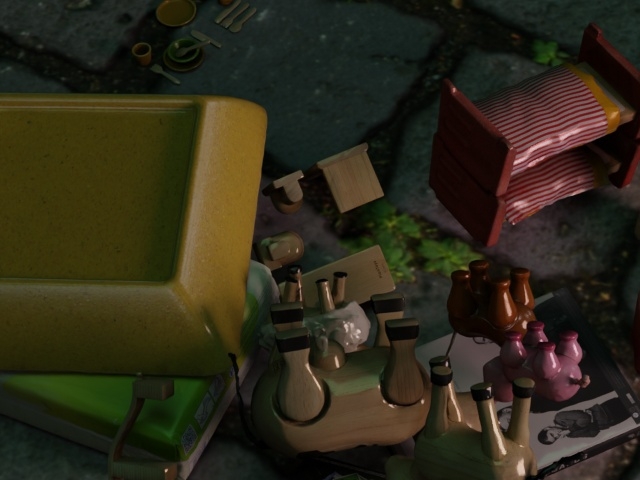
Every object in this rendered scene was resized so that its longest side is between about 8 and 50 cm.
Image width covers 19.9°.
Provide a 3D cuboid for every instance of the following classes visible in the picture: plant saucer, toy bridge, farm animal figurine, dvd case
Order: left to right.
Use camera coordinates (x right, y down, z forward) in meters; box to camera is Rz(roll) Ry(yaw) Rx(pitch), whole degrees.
[{"bbox_3d":[-0.234,-0.031,1.799,0.333,0.081,0.333,1,55,7],"label":"plant saucer"},{"bbox_3d":[-0.166,0.213,1.694,0.063,0.188,0.026,4,12,23],"label":"toy bridge"},{"bbox_3d":[0.081,0.150,1.652,0.327,0.172,0.330,1,19,10],"label":"farm animal figurine"},{"bbox_3d":[0.175,0.158,1.779,0.239,0.029,0.179,-22,55,-10],"label":"dvd case"}]

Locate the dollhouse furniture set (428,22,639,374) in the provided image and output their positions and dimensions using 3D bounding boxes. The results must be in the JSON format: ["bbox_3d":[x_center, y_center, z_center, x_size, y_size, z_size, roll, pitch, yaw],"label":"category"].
[{"bbox_3d":[0.298,-0.028,1.807,0.201,0.152,0.374,-24,54,-25],"label":"dollhouse furniture set"}]

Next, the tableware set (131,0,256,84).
[{"bbox_3d":[-0.156,-0.253,2.117,0.104,0.024,0.154,31,63,25],"label":"tableware set"}]

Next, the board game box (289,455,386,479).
[{"bbox_3d":[0.069,0.276,1.655,0.260,0.030,0.136,12,44,31],"label":"board game box"}]

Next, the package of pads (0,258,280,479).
[{"bbox_3d":[-0.212,0.087,1.825,0.296,0.101,0.229,19,59,18],"label":"package of pads"}]

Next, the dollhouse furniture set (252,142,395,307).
[{"bbox_3d":[0.000,0.000,1.914,0.144,0.123,0.151,-22,89,-10],"label":"dollhouse furniture set"}]
